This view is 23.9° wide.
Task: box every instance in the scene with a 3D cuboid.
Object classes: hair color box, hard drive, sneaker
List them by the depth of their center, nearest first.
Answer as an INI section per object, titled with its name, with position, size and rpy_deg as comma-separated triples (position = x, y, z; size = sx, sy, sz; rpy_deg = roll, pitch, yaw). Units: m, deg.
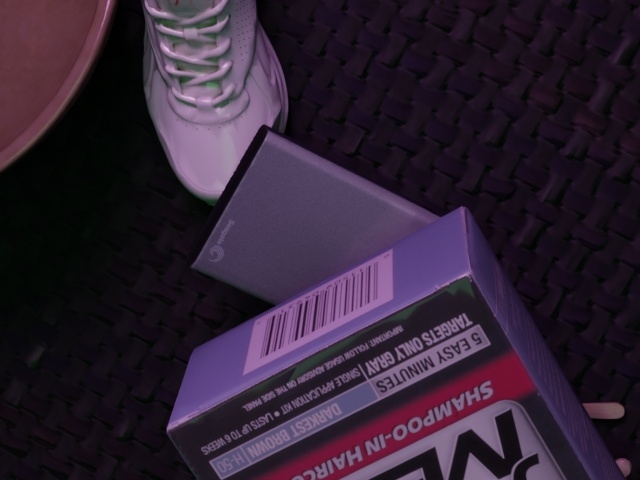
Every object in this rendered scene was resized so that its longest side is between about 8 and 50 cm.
[hair color box]
position = 0.093, 0.192, 0.865
size = 0.185, 0.113, 0.374
rpy_deg = -28, 106, 13
[sneaker]
position = -0.076, -0.131, 0.886
size = 0.090, 0.115, 0.232
rpy_deg = -6, 97, 10
[hard drive]
position = 0.000, 0.000, 0.910
size = 0.135, 0.022, 0.094
rpy_deg = 26, 103, -22

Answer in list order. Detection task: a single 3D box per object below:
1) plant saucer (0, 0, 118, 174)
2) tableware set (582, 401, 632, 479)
[plant saucer]
position = -0.236, -0.149, 0.906
size = 0.278, 0.041, 0.278
rpy_deg = -5, 76, 20
[tableware set]
position = 0.095, 0.169, 0.938
size = 0.194, 0.039, 0.128
rpy_deg = -3, 97, 9
